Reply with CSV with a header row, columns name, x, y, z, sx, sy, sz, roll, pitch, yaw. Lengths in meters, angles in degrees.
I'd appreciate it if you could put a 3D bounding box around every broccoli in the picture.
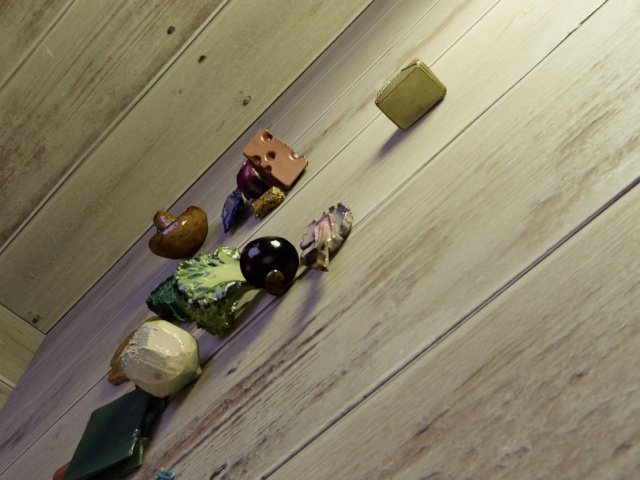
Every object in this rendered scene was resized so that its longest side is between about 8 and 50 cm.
name,x,y,z,sx,sy,sz,roll,pitch,yaw
broccoli,-0.248,0.146,1.737,0.242,0.273,0.180,-92,2,-51

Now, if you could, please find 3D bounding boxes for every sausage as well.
name,x,y,z,sx,sy,sz,roll,pitch,yaw
sausage,-0.649,0.615,1.759,0.169,0.065,0.065,-37,22,25

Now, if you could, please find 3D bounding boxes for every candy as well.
name,x,y,z,sx,sy,sz,roll,pitch,yaw
candy,-0.332,-0.118,2.451,0.145,0.070,0.275,-65,17,9

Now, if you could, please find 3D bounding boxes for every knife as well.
name,x,y,z,sx,sy,sz,roll,pitch,yaw
knife,-0.331,0.495,1.382,0.096,0.010,0.027,-19,34,54

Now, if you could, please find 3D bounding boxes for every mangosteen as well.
name,x,y,z,sx,sy,sz,roll,pitch,yaw
mangosteen,-0.122,0.063,1.587,0.152,0.152,0.152,-41,20,19

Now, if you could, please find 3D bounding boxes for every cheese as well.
name,x,y,z,sx,sy,sz,roll,pitch,yaw
cheese,-0.129,-0.256,2.202,0.177,0.203,0.128,28,73,38

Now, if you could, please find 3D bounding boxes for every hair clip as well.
name,x,y,z,sx,sy,sz,roll,pitch,yaw
hair clip,0.005,0.006,1.515,0.173,0.069,0.300,-40,11,17

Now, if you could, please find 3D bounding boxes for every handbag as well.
name,x,y,z,sx,sy,sz,roll,pitch,yaw
handbag,-0.513,0.496,1.643,0.260,0.079,0.247,-32,26,22

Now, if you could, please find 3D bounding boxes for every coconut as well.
name,x,y,z,sx,sy,sz,roll,pitch,yaw
coconut,-0.385,0.296,1.625,0.194,0.194,0.194,-41,20,19

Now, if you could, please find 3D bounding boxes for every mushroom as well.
name,x,y,z,sx,sy,sz,roll,pitch,yaw
mushroom,-0.570,-0.035,2.628,0.263,0.195,0.283,-43,35,-11

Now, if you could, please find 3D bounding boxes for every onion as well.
name,x,y,z,sx,sy,sz,roll,pitch,yaw
onion,-0.251,-0.223,2.405,0.198,0.135,0.173,-32,22,42

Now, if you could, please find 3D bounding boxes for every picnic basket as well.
name,x,y,z,sx,sy,sz,roll,pitch,yaw
picnic basket,0.234,-0.382,1.705,0.164,0.115,0.079,-40,23,24

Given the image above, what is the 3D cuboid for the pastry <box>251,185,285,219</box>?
name,x,y,z,sx,sy,sz,roll,pitch,yaw
pastry,-0.176,-0.132,2.189,0.140,0.056,0.080,-36,34,24

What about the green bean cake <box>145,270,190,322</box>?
name,x,y,z,sx,sy,sz,roll,pitch,yaw
green bean cake,-0.461,0.195,2.065,0.193,0.107,0.208,-36,24,1

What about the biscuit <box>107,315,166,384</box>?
name,x,y,z,sx,sy,sz,roll,pitch,yaw
biscuit,-0.618,0.362,2.195,0.376,0.051,0.269,-19,35,53

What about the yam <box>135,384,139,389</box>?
name,x,y,z,sx,sy,sz,roll,pitch,yaw
yam,-0.473,0.369,1.830,0.078,0.078,0.179,-45,19,8
